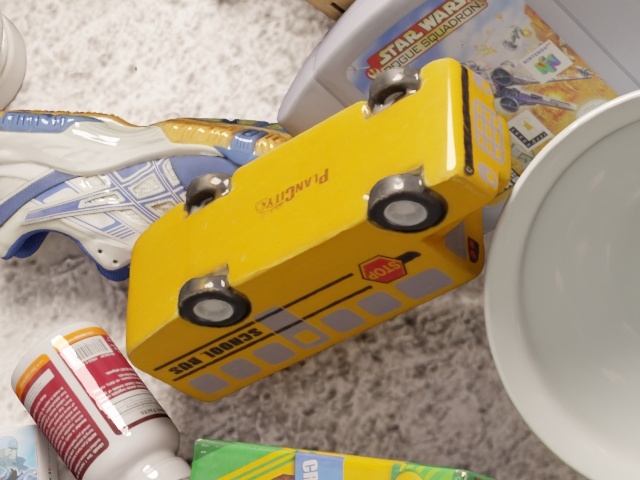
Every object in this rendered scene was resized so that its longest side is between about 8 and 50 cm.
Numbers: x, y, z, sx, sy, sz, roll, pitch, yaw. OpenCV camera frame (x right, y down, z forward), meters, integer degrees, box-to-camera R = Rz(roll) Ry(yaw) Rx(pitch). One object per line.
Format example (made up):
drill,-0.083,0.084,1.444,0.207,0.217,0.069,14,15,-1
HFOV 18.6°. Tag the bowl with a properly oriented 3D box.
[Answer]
bowl,0.264,0.028,1.341,0.298,0.134,0.298,2,103,8

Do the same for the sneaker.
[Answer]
sneaker,-0.124,-0.032,1.530,0.296,0.112,0.131,4,95,19

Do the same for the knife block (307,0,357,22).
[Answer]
knife block,-0.041,-0.299,1.481,0.242,0.088,0.276,5,75,38

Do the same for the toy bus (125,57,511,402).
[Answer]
toy bus,0.000,0.000,1.384,0.332,0.130,0.108,-27,46,34

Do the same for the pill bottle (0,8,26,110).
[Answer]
pill bottle,-0.325,-0.172,1.539,0.131,0.229,0.131,-4,76,16

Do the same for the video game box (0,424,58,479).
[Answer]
video game box,-0.301,0.252,1.529,0.205,0.048,0.187,-10,77,13

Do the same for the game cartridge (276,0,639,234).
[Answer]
game cartridge,0.119,-0.118,1.378,0.297,0.198,0.062,-35,29,33

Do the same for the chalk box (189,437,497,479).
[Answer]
chalk box,0.062,0.244,1.310,0.289,0.179,0.180,1,76,37

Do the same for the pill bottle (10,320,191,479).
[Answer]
pill bottle,-0.163,0.143,1.494,0.086,0.086,0.152,-40,69,4
